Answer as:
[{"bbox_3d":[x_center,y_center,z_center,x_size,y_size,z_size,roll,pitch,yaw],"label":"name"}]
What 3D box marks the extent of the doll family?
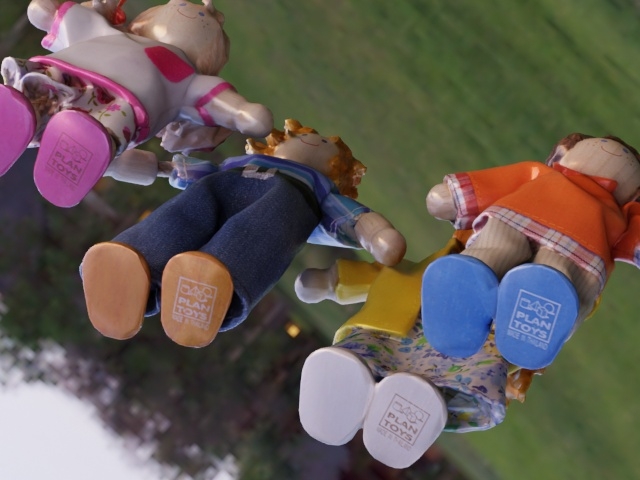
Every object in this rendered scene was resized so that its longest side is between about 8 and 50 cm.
[{"bbox_3d":[0.000,0.000,0.640,0.263,0.118,0.163,21,-153,15],"label":"doll family"}]
